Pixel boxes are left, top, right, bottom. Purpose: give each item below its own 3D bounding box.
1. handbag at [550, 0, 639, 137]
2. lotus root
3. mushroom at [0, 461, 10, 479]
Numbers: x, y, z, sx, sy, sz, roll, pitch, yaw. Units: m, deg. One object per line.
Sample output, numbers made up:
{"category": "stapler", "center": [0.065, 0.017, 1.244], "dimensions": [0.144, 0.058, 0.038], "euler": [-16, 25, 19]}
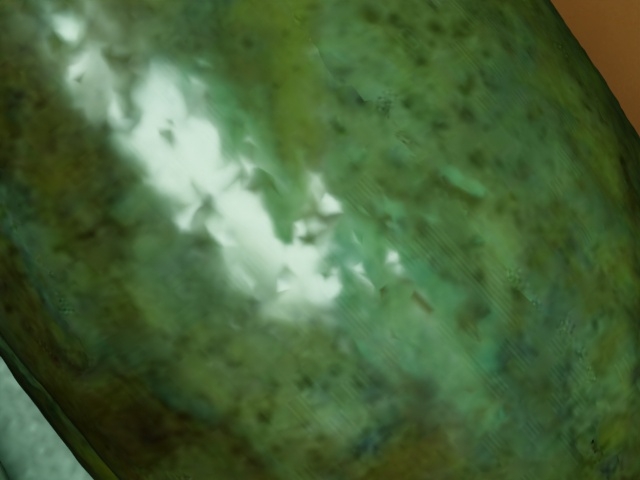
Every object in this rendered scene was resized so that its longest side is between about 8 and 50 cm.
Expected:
{"category": "handbag", "center": [0.111, -0.062, 0.776], "dimensions": [0.127, 0.063, 0.190], "euler": [20, 81, -17]}
{"category": "lotus root", "center": [0.000, 0.000, 0.616], "dimensions": [0.250, 0.250, 0.346], "euler": [-35, 90, -21]}
{"category": "mushroom", "center": [-0.173, 0.076, 0.619], "dimensions": [0.270, 0.118, 0.103], "euler": [43, 111, -11]}
